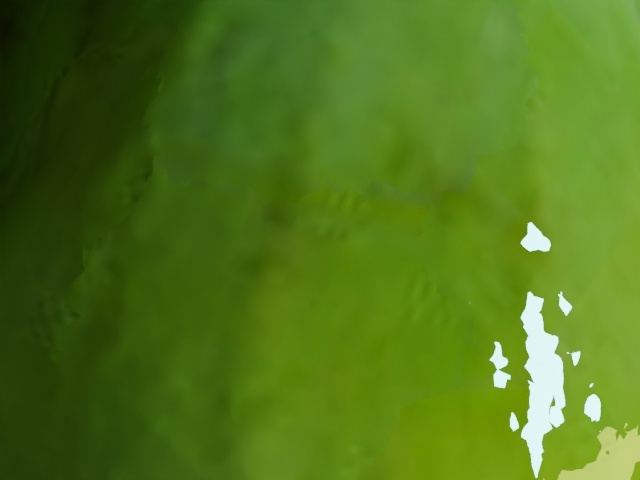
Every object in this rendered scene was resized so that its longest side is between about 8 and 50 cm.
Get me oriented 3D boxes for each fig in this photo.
[{"bbox_3d":[-0.008,0.004,0.411,0.207,0.230,0.207,-16,-178,1],"label":"fig"}]
